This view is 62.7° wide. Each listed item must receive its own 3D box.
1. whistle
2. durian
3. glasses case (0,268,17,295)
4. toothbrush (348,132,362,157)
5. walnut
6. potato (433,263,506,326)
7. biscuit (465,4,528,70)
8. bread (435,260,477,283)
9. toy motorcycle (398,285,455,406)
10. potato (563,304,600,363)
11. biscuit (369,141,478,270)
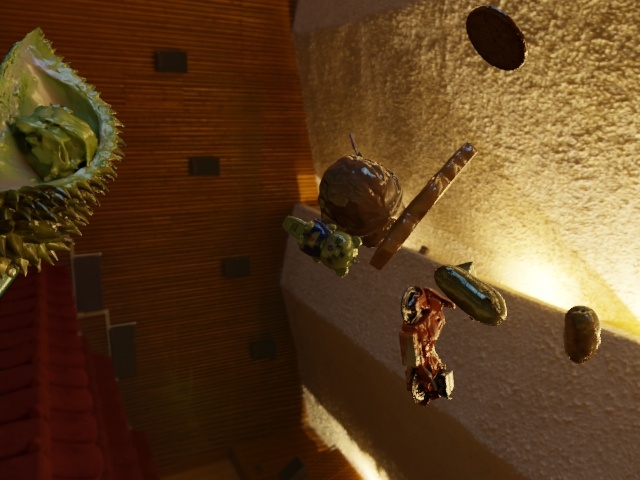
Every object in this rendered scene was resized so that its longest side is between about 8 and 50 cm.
[{"bbox_3d":[0.000,0.000,1.260,0.227,0.085,0.105,30,-83,25],"label":"whistle"},{"bbox_3d":[-0.348,-0.097,0.643,0.157,0.169,0.356,-33,-137,20],"label":"durian"},{"bbox_3d":[-0.456,0.013,0.690,0.301,0.117,0.070,-89,-177,-56],"label":"glasses case"},{"bbox_3d":[0.102,-0.278,1.548,0.017,0.014,0.194,-44,-155,17],"label":"toothbrush"},{"bbox_3d":[0.114,-0.107,1.448,0.273,0.226,0.274,166,-90,-73],"label":"walnut"},{"bbox_3d":[0.332,0.121,1.167,0.188,0.105,0.085,40,-71,29],"label":"potato"},{"bbox_3d":[0.439,-0.501,1.304,0.188,0.027,0.188,45,-6,6],"label":"biscuit"},{"bbox_3d":[0.463,0.114,1.826,0.139,0.074,0.084,10,-37,39],"label":"bread"},{"bbox_3d":[0.284,0.265,1.411,0.147,0.221,0.326,0,-78,39],"label":"toy motorcycle"},{"bbox_3d":[0.643,0.233,1.294,0.107,0.079,0.171,-94,168,-57],"label":"potato"},{"bbox_3d":[0.145,-0.047,0.762,0.040,0.236,0.144,38,-31,13],"label":"biscuit"}]
